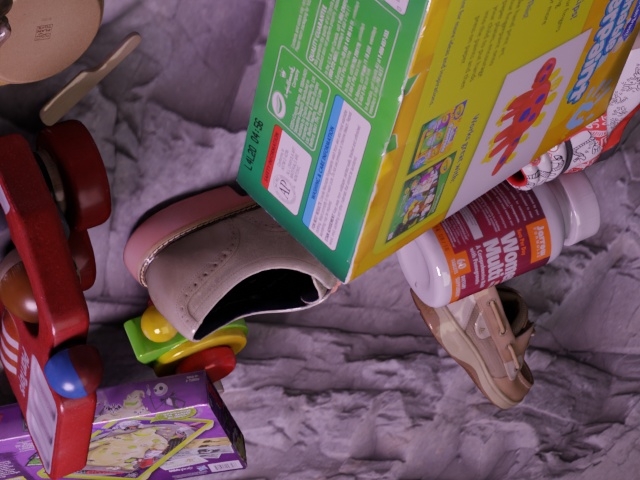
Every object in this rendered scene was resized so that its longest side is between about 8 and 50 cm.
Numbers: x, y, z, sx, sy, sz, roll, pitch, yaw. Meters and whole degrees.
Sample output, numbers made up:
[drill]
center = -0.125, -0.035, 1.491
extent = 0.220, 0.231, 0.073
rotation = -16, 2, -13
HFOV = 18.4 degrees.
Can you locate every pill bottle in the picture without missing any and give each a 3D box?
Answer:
[pill bottle]
center = 0.205, -0.014, 2.284
extent = 0.221, 0.121, 0.121
rotation = -21, 152, -17

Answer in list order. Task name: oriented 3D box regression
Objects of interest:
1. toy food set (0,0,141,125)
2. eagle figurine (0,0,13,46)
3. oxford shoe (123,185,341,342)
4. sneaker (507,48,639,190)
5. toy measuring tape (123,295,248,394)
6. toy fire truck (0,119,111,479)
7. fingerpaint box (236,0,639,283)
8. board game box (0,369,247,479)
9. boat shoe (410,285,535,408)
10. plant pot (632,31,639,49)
[toy food set]
center = -0.244, -0.183, 1.653
extent = 0.132, 0.038, 0.192
rotation = -41, 147, 5
[eagle figurine]
center = -0.370, -0.136, 1.385
extent = 0.298, 0.225, 0.226
rotation = 6, 99, -10
[oxford shoe]
center = 0.000, 0.000, 2.072
extent = 0.397, 0.146, 0.140
rotation = -23, 149, -17
[sneaker]
center = 0.273, -0.151, 2.154
extent = 0.145, 0.090, 0.270
rotation = -22, 155, -21
[toy measuring tape]
center = -0.124, 0.114, 2.196
extent = 0.121, 0.121, 0.330
rotation = -32, 161, 3
[toy fire truck]
center = -0.258, 0.053, 1.774
extent = 0.169, 0.254, 0.302
rotation = -19, 156, -22
[fingerpaint box]
center = 0.138, -0.228, 1.704
extent = 0.371, 0.163, 0.445
rotation = -32, 154, -32
[board game box]
center = -0.270, 0.227, 2.172
extent = 0.347, 0.056, 0.208
rotation = -10, 157, 5
[boat shoe]
center = 0.225, 0.121, 2.532
extent = 0.110, 0.121, 0.341
rotation = -33, 152, 7
[plant pot]
center = 0.269, -0.241, 1.991
extent = 0.096, 0.109, 0.109
rotation = -27, 155, 20
